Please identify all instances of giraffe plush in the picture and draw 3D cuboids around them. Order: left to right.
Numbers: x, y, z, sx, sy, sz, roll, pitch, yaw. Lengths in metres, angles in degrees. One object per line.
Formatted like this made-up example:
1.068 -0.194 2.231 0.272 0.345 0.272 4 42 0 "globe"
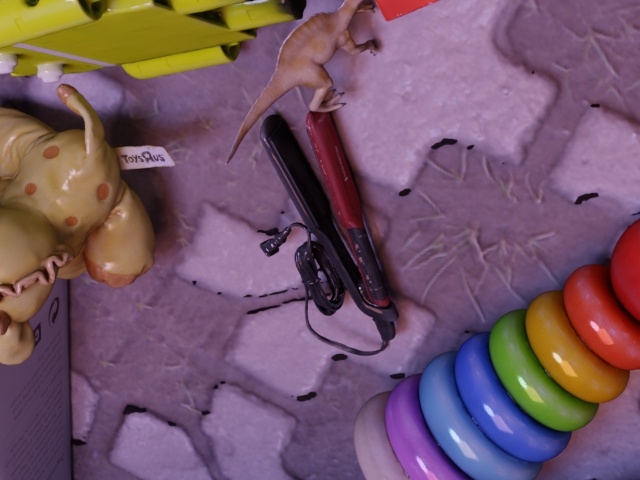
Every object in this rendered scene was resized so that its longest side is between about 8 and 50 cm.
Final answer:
-0.227 0.000 1.235 0.181 0.170 0.210 50 144 -16 "giraffe plush"

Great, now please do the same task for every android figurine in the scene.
-0.156 -0.154 1.126 0.273 0.248 0.056 -10 86 20 "android figurine"

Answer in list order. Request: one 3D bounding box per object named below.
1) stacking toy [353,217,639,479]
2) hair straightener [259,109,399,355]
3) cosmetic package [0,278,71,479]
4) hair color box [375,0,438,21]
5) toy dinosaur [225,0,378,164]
0.182 0.098 1.229 0.141 0.141 0.330 44 118 -10 "stacking toy"
0.000 0.000 1.278 0.089 0.047 0.230 -11 120 24 "hair straightener"
-0.361 0.223 1.452 0.230 0.161 0.453 11 123 11 "cosmetic package"
0.066 -0.221 1.042 0.053 0.167 0.093 -19 112 28 "hair color box"
-0.011 -0.130 1.161 0.053 0.092 0.183 44 94 21 "toy dinosaur"
